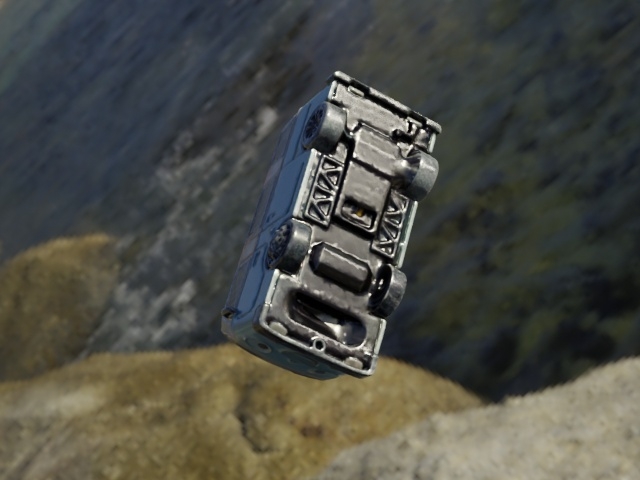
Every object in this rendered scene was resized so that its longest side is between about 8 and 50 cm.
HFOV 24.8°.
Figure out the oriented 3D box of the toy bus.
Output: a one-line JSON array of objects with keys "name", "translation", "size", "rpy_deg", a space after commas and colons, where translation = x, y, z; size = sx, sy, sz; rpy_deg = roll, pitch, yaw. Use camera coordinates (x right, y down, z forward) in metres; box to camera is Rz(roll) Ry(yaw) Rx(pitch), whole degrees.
[{"name": "toy bus", "translation": [0.000, 0.000, 0.624], "size": [0.075, 0.060, 0.123], "rpy_deg": [-30, 39, 58]}]
